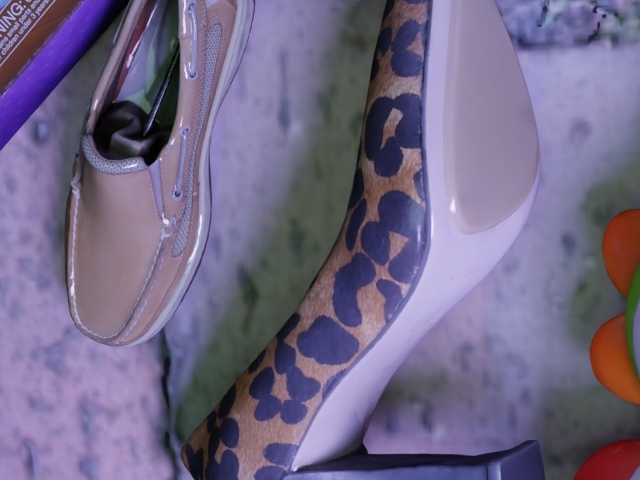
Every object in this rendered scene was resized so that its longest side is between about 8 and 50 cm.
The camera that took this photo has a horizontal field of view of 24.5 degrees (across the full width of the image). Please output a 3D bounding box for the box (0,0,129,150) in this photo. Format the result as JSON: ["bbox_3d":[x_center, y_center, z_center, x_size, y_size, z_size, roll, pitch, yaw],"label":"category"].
[{"bbox_3d":[-0.168,-0.171,0.660,0.201,0.057,0.293,46,110,5],"label":"box"}]

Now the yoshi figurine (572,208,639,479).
[{"bbox_3d":[0.192,0.118,0.546,0.203,0.203,0.362,10,102,-1],"label":"yoshi figurine"}]

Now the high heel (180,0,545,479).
[{"bbox_3d":[0.000,0.000,0.638,0.186,0.093,0.261,-5,87,38],"label":"high heel"}]

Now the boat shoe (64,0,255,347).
[{"bbox_3d":[-0.085,-0.037,0.652,0.068,0.072,0.190,16,105,14],"label":"boat shoe"}]
